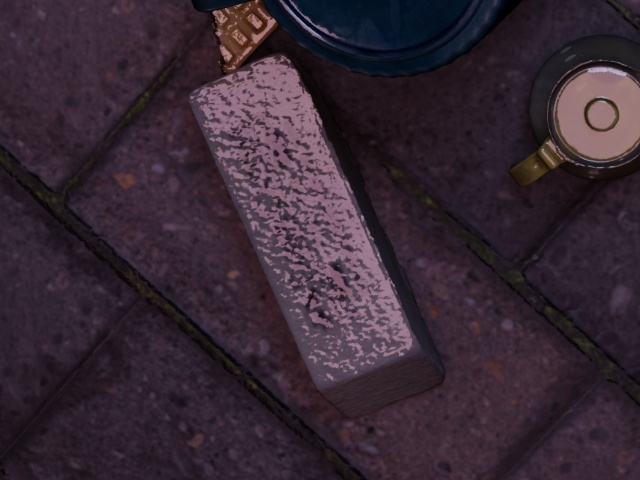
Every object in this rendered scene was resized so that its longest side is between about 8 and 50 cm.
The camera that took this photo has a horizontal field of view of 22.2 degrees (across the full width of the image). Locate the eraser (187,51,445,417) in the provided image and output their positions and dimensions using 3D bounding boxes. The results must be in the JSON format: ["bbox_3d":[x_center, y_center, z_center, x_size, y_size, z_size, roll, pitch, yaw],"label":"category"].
[{"bbox_3d":[0.000,0.000,1.516,0.111,0.077,0.353,-23,96,11],"label":"eraser"}]

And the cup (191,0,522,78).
[{"bbox_3d":[0.061,-0.291,1.317,0.307,0.292,0.242,17,122,15],"label":"cup"}]

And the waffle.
[{"bbox_3d":[-0.103,-0.238,1.518,0.097,0.023,0.153,-43,93,12],"label":"waffle"}]

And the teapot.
[{"bbox_3d":[0.234,-0.104,1.440,0.165,0.119,0.130,-40,91,13],"label":"teapot"}]
